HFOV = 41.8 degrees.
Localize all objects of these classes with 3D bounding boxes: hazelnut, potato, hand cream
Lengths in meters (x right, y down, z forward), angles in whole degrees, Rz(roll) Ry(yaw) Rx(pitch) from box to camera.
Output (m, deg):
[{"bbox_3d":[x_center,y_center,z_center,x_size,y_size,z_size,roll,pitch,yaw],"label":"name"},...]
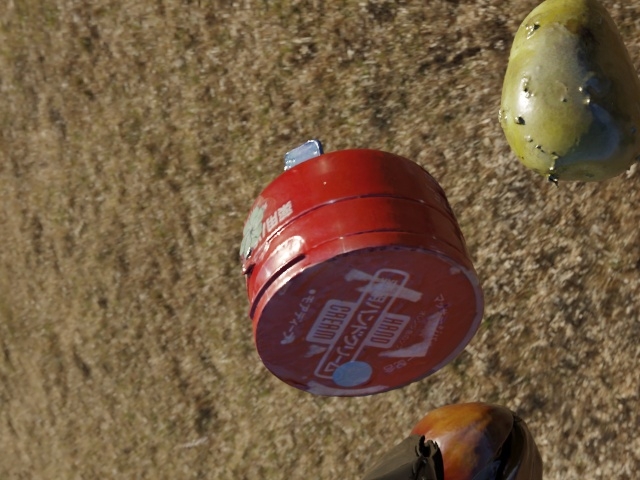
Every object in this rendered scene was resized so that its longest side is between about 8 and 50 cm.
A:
[{"bbox_3d":[0.263,0.374,1.387,0.217,0.217,0.251,-31,110,32],"label":"hazelnut"},{"bbox_3d":[0.452,-0.279,1.542,0.219,0.270,0.359,135,126,-68],"label":"potato"},{"bbox_3d":[0.037,0.033,0.821,0.230,0.149,0.230,-4,135,-4],"label":"hand cream"}]

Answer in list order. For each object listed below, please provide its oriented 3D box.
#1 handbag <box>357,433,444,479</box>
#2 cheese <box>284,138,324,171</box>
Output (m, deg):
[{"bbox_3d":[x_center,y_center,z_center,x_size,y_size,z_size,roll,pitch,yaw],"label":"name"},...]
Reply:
[{"bbox_3d":[0.069,0.404,1.104,0.152,0.288,0.342,28,101,11],"label":"handbag"},{"bbox_3d":[0.000,0.000,1.037,0.157,0.064,0.250,-17,80,49],"label":"cheese"}]
